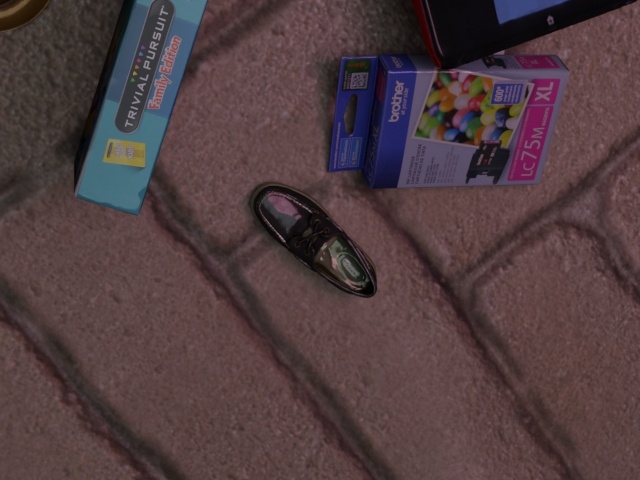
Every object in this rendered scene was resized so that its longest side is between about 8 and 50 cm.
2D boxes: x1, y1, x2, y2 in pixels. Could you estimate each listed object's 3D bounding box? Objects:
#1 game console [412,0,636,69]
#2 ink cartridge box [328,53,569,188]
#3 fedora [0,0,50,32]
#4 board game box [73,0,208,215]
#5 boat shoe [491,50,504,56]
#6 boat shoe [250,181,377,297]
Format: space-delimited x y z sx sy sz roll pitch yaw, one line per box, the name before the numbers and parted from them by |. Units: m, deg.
game console | 0.254 -0.435 1.318 0.386 0.060 0.342 -23 100 -26
ink cartridge box | 0.173 -0.163 1.400 0.311 0.065 0.186 -1 125 -12
fedora | -0.409 -0.348 1.226 0.194 0.079 0.194 -3 103 -14
board game box | -0.212 -0.221 1.215 0.079 0.254 0.336 16 98 -17
boat shoe | 0.208 -0.326 1.397 0.076 0.080 0.229 -7 112 -14
boat shoe | 0.000 0.001 1.416 0.223 0.073 0.080 41 90 -19
